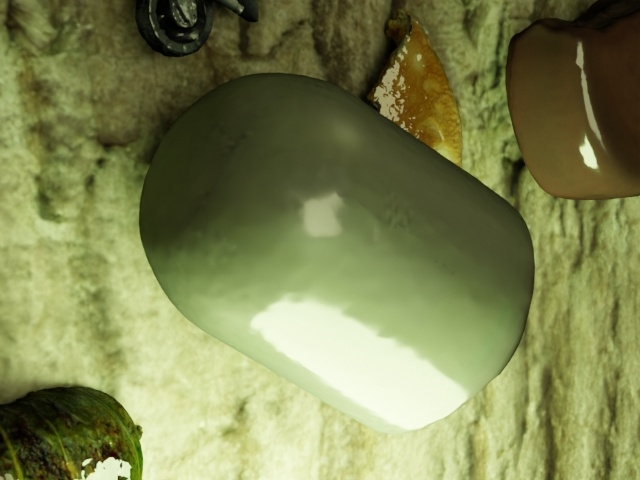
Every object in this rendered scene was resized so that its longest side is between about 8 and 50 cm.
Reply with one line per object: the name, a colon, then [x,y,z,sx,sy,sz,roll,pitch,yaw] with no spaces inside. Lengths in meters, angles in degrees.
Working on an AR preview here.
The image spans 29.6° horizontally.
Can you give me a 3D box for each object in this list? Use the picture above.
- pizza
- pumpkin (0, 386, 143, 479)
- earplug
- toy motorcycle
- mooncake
pizza: [0.126,-0.158,1.561,0.134,0.056,0.271,-36,114,-31]
pumpkin: [-0.271,0.215,1.274,0.278,0.111,0.163,46,63,-28]
earplug: [0.000,0.000,1.327,0.394,0.312,0.313,32,75,-32]
toy motorcycle: [-0.169,-0.355,1.307,0.173,0.108,0.307,-36,115,-34]
mooncake: [0.395,-0.208,1.680,0.334,0.174,0.326,39,68,-28]
